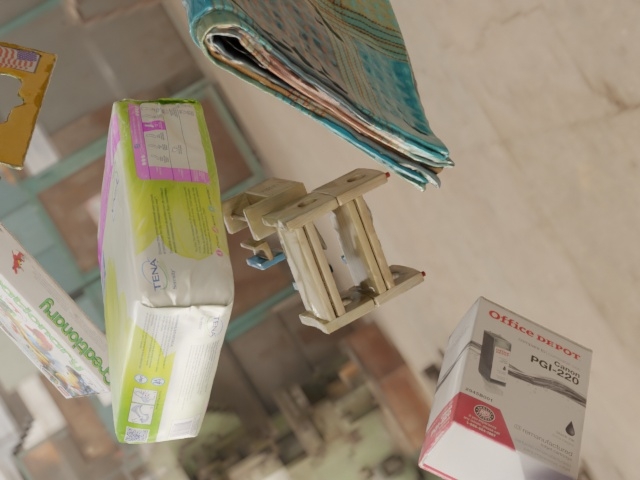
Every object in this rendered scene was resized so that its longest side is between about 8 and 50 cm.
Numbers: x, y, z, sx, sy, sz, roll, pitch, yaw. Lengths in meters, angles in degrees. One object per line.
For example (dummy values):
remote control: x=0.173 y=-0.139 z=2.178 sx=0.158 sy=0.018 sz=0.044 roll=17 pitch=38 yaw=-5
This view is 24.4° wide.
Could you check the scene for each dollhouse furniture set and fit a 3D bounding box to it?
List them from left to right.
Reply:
dollhouse furniture set: x=0.000 y=0.000 z=1.596 sx=0.183 sy=0.129 sz=0.129 roll=15 pitch=129 yaw=63

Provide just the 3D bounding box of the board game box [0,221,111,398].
board game box: x=-0.394 y=0.082 z=1.961 sx=0.305 sy=0.053 sz=0.193 roll=49 pitch=155 yaw=-12

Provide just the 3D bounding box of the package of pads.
package of pads: x=-0.162 y=0.023 z=1.501 sx=0.229 sy=0.101 sz=0.296 roll=107 pitch=157 yaw=-45

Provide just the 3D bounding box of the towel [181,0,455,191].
towel: x=-0.026 y=-0.230 z=1.207 sx=0.271 sy=0.040 sz=0.370 roll=28 pitch=-145 yaw=-39

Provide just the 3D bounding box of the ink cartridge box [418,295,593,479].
ink cartridge box: x=0.215 y=0.188 z=1.680 sx=0.158 sy=0.092 sz=0.218 roll=26 pitch=-142 yaw=-5

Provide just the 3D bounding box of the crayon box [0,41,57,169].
crayon box: x=-0.346 y=-0.090 z=0.949 sx=0.203 sy=0.323 sz=0.083 roll=-96 pitch=21 yaw=-63
